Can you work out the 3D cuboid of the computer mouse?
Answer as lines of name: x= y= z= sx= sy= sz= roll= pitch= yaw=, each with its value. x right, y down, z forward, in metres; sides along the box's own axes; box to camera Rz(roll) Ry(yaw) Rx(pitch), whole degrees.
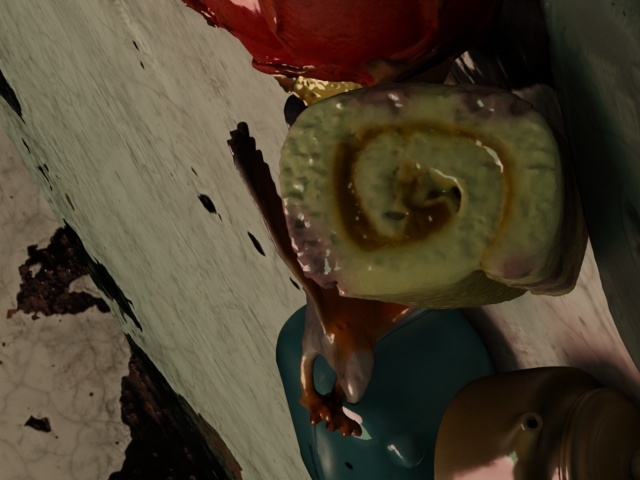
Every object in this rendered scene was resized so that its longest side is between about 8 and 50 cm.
computer mouse: x=0.241 y=-0.049 z=1.271 sx=0.188 sy=0.122 sz=0.371 roll=44 pitch=156 yaw=59

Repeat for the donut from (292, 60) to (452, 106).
donut: x=0.038 y=-0.172 z=1.553 sx=0.065 sy=0.162 sz=0.178 roll=-46 pitch=42 yaw=51

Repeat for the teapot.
teapot: x=0.225 y=0.206 z=1.707 sx=0.175 sy=0.185 sz=0.268 roll=-7 pitch=151 yaw=40

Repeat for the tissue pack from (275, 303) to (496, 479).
tissue pack: x=0.084 y=0.184 z=1.979 sx=0.206 sy=0.198 sz=0.287 roll=45 pitch=157 yaw=36

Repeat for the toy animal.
toy animal: x=-0.001 y=0.024 z=1.820 sx=0.284 sy=0.225 sz=0.302 roll=-142 pitch=56 yaw=-76

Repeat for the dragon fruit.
dragon fruit: x=0.018 y=-0.221 z=1.397 sx=0.252 sy=0.241 sz=0.241 roll=50 pitch=165 yaw=-15

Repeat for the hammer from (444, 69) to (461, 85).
hammer: x=0.118 y=-0.118 z=1.650 sx=0.297 sy=0.027 sz=0.125 roll=53 pitch=158 yaw=14

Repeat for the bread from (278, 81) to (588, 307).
bread: x=0.095 y=-0.030 z=1.416 sx=0.338 sy=0.187 sz=0.155 roll=20 pitch=-115 yaw=-77
